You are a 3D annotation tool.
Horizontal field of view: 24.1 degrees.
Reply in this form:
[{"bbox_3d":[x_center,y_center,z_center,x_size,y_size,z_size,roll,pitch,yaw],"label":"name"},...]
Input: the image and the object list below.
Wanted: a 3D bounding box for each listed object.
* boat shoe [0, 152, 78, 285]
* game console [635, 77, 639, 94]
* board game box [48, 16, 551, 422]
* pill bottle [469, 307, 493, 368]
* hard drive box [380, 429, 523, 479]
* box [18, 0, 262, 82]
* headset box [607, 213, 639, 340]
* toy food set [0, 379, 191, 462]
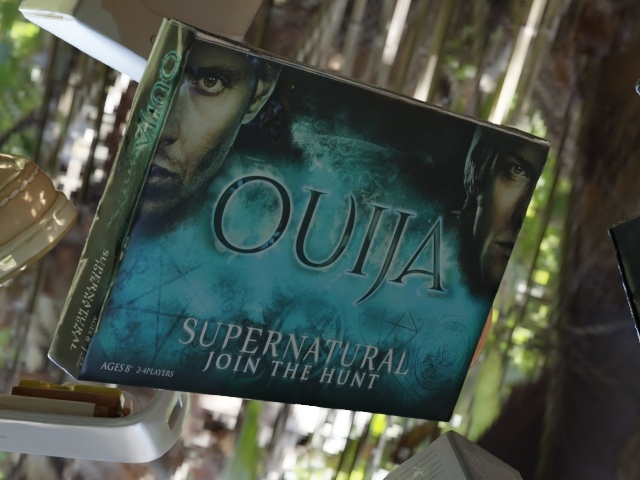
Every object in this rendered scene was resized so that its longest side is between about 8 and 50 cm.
[{"bbox_3d":[-0.147,-0.012,0.441,0.170,0.059,0.063,-3,-150,34],"label":"boat shoe"},{"bbox_3d":[0.249,-0.203,1.004,0.044,0.213,0.361,-28,-104,-39],"label":"game console"},{"bbox_3d":[0.000,0.000,0.562,0.186,0.126,0.026,11,-168,-42],"label":"board game box"},{"bbox_3d":[0.002,0.028,0.996,0.130,0.130,0.246,3,-171,-38],"label":"pill bottle"},{"bbox_3d":[0.073,0.263,0.896,0.089,0.181,0.232,35,-157,-43],"label":"hard drive box"},{"bbox_3d":[-0.098,-0.283,1.212,0.148,0.311,0.121,28,175,-32],"label":"box"},{"bbox_3d":[0.309,0.070,0.767,0.246,0.283,0.131,-25,156,28],"label":"headset box"},{"bbox_3d":[-0.262,0.116,1.236,0.306,0.092,0.220,5,165,-2],"label":"toy food set"}]
